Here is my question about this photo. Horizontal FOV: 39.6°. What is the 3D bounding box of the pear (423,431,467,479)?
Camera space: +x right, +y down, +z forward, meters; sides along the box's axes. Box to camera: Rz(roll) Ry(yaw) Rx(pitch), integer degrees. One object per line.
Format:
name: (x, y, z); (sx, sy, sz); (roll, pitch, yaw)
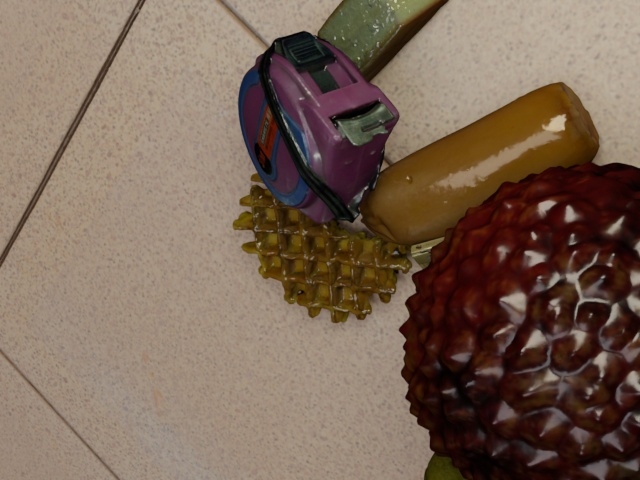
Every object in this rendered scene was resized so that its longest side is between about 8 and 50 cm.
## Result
pear: (0.283, 0.404, 1.281); (0.375, 0.287, 0.287); (47, 125, 15)

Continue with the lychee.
lychee: (0.335, 0.109, 1.054); (0.500, 0.424, 0.424); (-24, 97, 18)

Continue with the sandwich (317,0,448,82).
sandwich: (0.074, -0.297, 1.236); (0.094, 0.096, 0.258); (51, 123, 9)

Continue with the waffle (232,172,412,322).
waffle: (0.000, 0.000, 1.413); (0.293, 0.069, 0.259); (42, 126, 6)

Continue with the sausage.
sausage: (0.198, -0.084, 1.212); (0.354, 0.116, 0.134); (-29, 112, 27)

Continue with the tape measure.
tape measure: (-0.003, -0.149, 1.214); (0.245, 0.149, 0.231); (55, 155, 23)

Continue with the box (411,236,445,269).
box: (0.187, 0.034, 1.277); (0.073, 0.149, 0.020); (-15, 59, 20)
